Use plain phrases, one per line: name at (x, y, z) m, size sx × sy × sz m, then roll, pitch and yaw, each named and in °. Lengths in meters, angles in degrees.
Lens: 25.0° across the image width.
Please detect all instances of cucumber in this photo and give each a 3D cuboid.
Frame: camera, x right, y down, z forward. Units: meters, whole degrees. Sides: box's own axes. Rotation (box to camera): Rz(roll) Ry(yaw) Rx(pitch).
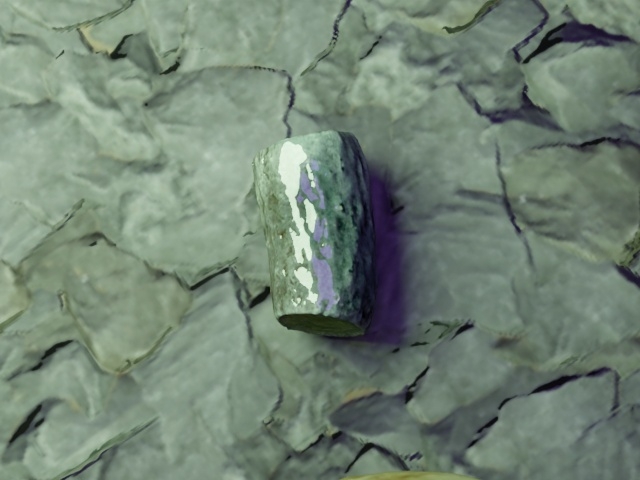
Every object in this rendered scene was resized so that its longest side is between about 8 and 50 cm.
cucumber at (-0.001, -0.002, 0.786) m, size 0.064 × 0.064 × 0.112 m, roll -8°, pitch 77°, yaw 1°

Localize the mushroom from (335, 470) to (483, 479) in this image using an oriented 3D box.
mushroom at (0.036, 0.273, 0.586) m, size 0.362 × 0.294 × 0.362 m, roll 0°, pitch 74°, yaw 1°
